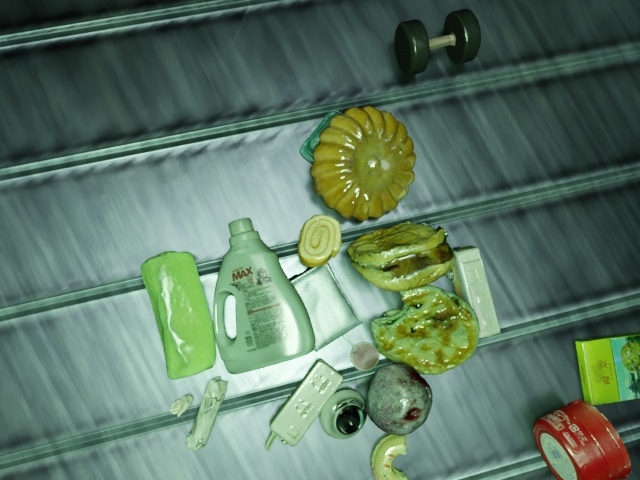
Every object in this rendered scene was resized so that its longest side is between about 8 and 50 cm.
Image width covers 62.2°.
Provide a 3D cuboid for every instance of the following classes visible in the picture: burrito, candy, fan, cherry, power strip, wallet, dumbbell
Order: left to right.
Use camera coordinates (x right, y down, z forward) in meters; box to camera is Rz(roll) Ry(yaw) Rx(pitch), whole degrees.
[{"bbox_3d":[-0.381,0.196,1.434,0.142,0.132,0.343,-11,86,-50],"label":"candy"},{"bbox_3d":[-0.308,0.470,1.440,0.064,0.064,0.203,22,82,-3],"label":"burrito"},{"bbox_3d":[-0.054,0.467,1.470,0.093,0.053,0.288,37,81,-1],"label":"power strip"},{"bbox_3d":[-0.002,0.183,1.514,0.167,0.036,0.222,-32,90,-9],"label":"wallet"},{"bbox_3d":[0.111,0.317,1.525,0.133,0.005,0.085,45,82,-1],"label":"fan"},{"bbox_3d":[0.211,0.433,1.434,0.195,0.195,0.195,1,84,-6],"label":"cherry"},{"bbox_3d":[0.344,-0.586,1.568,0.218,0.152,0.152,-15,86,-7],"label":"dumbbell"}]

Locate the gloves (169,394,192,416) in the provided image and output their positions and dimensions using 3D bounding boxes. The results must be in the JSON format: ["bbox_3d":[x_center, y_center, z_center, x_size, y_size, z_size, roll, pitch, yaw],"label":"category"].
[{"bbox_3d":[-0.374,0.450,1.444,0.081,0.037,0.044,-26,51,7],"label":"gloves"}]

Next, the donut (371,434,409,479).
[{"bbox_3d":[0.197,0.623,1.472,0.108,0.065,0.165,0,84,-5],"label":"donut"}]

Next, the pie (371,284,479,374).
[{"bbox_3d":[0.290,0.252,1.461,0.303,0.067,0.302,1,115,2],"label":"pie"}]

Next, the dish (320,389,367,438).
[{"bbox_3d":[0.079,0.488,1.444,0.141,0.078,0.141,-4,99,-24],"label":"dish"}]

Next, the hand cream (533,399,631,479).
[{"bbox_3d":[0.707,0.567,1.453,0.149,0.230,0.230,-21,87,-7],"label":"hand cream"}]

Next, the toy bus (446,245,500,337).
[{"bbox_3d":[0.436,0.146,1.526,0.092,0.106,0.268,-13,86,-9],"label":"toy bus"}]

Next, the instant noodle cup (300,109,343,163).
[{"bbox_3d":[0.046,-0.285,1.551,0.157,0.070,0.179,38,83,1],"label":"instant noodle cup"}]

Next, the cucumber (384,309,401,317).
[{"bbox_3d":[0.233,0.233,1.532,0.108,0.035,0.067,12,65,-3],"label":"cucumber"}]

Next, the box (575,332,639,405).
[{"bbox_3d":[0.940,0.373,1.585,0.335,0.047,0.187,-6,85,-6],"label":"box"}]

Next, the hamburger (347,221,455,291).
[{"bbox_3d":[0.219,0.045,1.440,0.266,0.285,0.134,-21,104,-6],"label":"hamburger"}]

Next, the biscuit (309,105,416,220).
[{"bbox_3d":[0.131,-0.212,1.489,0.326,0.107,0.325,-4,103,-20],"label":"biscuit"}]

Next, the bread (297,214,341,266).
[{"bbox_3d":[0.000,0.000,1.496,0.122,0.073,0.149,8,68,4],"label":"bread"}]

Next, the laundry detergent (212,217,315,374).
[{"bbox_3d":[-0.185,0.141,1.439,0.264,0.125,0.397,-17,85,7],"label":"laundry detergent"}]
